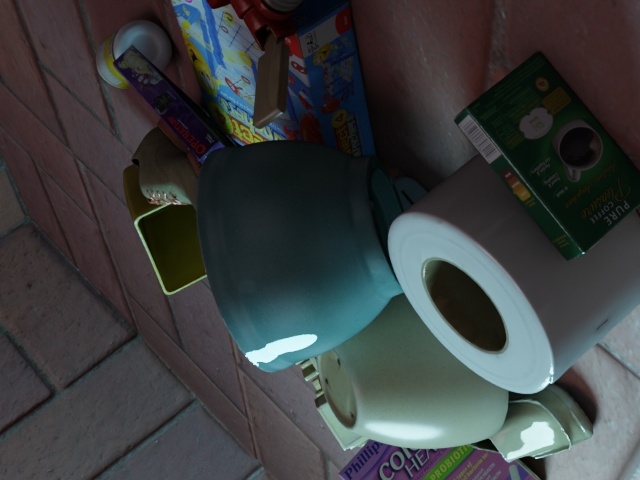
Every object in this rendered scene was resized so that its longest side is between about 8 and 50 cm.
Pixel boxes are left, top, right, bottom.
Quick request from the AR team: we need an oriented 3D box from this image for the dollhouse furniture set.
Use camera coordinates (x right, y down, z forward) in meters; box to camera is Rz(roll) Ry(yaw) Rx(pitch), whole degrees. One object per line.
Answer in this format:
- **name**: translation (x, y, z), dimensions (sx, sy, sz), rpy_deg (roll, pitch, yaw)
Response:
- **dollhouse furniture set**: translation (0.072, 0.266, 1.924), dimensions (0.212, 0.161, 0.242), rpy_deg (58, 180, -14)

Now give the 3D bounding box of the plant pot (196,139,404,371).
- **plant pot**: translation (0.000, 0.000, 1.284), dimensions (0.293, 0.196, 0.293), rpy_deg (-15, -90, -73)

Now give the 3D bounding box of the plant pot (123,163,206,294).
- **plant pot**: translation (-0.260, -0.066, 1.954), dimensions (0.187, 0.212, 0.212), rpy_deg (52, 164, 41)

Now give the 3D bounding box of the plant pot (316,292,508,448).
- **plant pot**: translation (0.107, 0.177, 1.460), dimensions (0.284, 0.191, 0.284), rpy_deg (49, 148, 46)

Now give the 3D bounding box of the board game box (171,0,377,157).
- **board game box**: translation (-0.068, -0.236, 1.425), dimensions (0.308, 0.086, 0.302), rpy_deg (35, 153, 38)

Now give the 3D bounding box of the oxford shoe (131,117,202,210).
- **oxford shoe**: translation (-0.231, -0.092, 1.752), dimensions (0.123, 0.130, 0.348), rpy_deg (46, -177, -35)

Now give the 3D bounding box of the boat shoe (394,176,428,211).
- **boat shoe**: translation (0.164, 0.014, 1.375), dimensions (0.226, 0.083, 0.076), rpy_deg (59, 172, 17)

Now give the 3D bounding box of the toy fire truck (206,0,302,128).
- **toy fire truck**: translation (-0.049, -0.275, 1.142), dimensions (0.217, 0.158, 0.246), rpy_deg (-28, 92, 56)

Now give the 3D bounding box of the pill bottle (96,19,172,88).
- **pill bottle**: translation (-0.336, -0.323, 1.815), dimensions (0.103, 0.103, 0.184), rpy_deg (58, 159, -15)

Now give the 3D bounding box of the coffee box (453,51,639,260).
- **coffee box**: translation (0.230, -0.083, 1.019), dimensions (0.184, 0.113, 0.040), rpy_deg (50, 158, 2)

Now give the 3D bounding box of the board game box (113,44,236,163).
- **board game box**: translation (-0.195, -0.178, 1.653), dimensions (0.208, 0.056, 0.347), rpy_deg (52, -177, 13)

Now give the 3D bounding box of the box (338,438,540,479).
- **box**: translation (0.195, 0.384, 1.649), dimensions (0.243, 0.213, 0.117), rpy_deg (42, 179, 27)

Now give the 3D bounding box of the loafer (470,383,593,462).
- **loafer**: translation (0.290, 0.270, 1.476), dimensions (0.102, 0.092, 0.268), rpy_deg (53, 159, -1)

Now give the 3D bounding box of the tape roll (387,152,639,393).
- **tape roll**: translation (0.216, 0.024, 1.138), dimensions (0.246, 0.169, 0.246), rpy_deg (44, 157, 24)

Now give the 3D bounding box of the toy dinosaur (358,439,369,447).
- **toy dinosaur**: translation (0.192, 0.444, 1.993), dimensions (0.268, 0.064, 0.118), rpy_deg (42, 149, -14)
